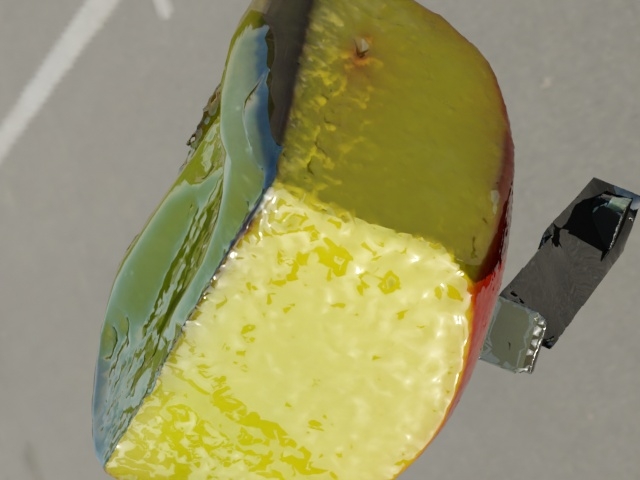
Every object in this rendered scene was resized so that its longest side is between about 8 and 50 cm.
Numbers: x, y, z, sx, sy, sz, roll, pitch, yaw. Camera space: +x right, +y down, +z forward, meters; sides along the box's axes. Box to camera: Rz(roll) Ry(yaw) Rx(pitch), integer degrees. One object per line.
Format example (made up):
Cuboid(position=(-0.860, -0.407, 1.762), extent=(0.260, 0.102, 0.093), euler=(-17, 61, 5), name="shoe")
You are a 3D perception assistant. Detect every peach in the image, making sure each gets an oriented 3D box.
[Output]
Cuboid(position=(0.000, 0.000, 1.201), extent=(0.306, 0.242, 0.380), euler=(-102, 33, -62), name="peach")

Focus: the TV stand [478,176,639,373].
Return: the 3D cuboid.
Cuboid(position=(0.165, 0.019, 1.111), extent=(0.040, 0.256, 0.049), euler=(23, 115, 16), name="TV stand")
